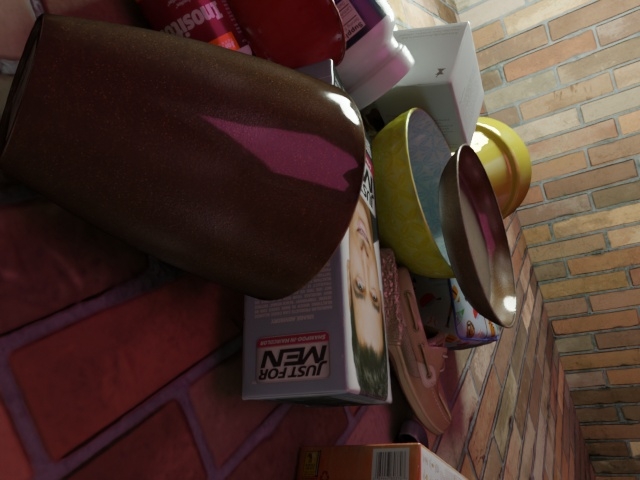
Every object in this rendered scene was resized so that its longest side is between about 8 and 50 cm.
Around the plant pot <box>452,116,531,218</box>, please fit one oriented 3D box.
[{"bbox_3d":[0.297,-0.128,1.065,0.239,0.253,0.254,-26,99,-45],"label":"plant pot"}]

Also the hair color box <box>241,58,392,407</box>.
[{"bbox_3d":[0.000,0.000,0.586,0.185,0.113,0.375,44,41,-61],"label":"hair color box"}]

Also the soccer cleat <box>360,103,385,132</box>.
[{"bbox_3d":[0.139,-0.251,1.022,0.196,0.068,0.076,23,62,-45],"label":"soccer cleat"}]

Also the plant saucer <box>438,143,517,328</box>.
[{"bbox_3d":[0.263,-0.005,0.816,0.310,0.050,0.311,34,48,-49],"label":"plant saucer"}]

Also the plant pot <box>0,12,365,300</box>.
[{"bbox_3d":[-0.120,-0.075,0.398,0.230,0.215,0.216,17,61,-38],"label":"plant pot"}]

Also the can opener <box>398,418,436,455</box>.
[{"bbox_3d":[0.204,0.404,0.812,0.284,0.075,0.095,56,35,-30],"label":"can opener"}]

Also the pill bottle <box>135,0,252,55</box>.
[{"bbox_3d":[-0.130,-0.222,0.532,0.152,0.086,0.086,60,33,-22],"label":"pill bottle"}]

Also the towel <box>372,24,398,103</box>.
[{"bbox_3d":[0.063,-0.384,0.915,0.248,0.038,0.325,60,42,-15],"label":"towel"}]

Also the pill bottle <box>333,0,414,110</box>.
[{"bbox_3d":[0.015,-0.332,0.715,0.265,0.153,0.153,49,37,-19],"label":"pill bottle"}]

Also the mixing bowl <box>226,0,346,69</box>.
[{"bbox_3d":[-0.067,-0.265,0.609,0.098,0.181,0.181,-45,124,-11],"label":"mixing bowl"}]

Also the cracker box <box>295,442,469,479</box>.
[{"bbox_3d":[0.096,0.315,0.594,0.232,0.155,0.067,48,39,-39],"label":"cracker box"}]

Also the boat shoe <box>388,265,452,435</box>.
[{"bbox_3d":[0.162,0.184,0.793,0.303,0.098,0.109,63,7,-13],"label":"boat shoe"}]

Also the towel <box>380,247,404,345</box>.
[{"bbox_3d":[0.067,0.082,0.714,0.027,0.109,0.148,113,-25,-71],"label":"towel"}]

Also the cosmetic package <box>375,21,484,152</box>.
[{"bbox_3d":[0.206,-0.279,0.914,0.184,0.151,0.152,53,52,-50],"label":"cosmetic package"}]

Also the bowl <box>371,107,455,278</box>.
[{"bbox_3d":[0.141,-0.064,0.841,0.289,0.155,0.290,31,52,-50],"label":"bowl"}]

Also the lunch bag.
[{"bbox_3d":[0.281,0.108,1.043,0.303,0.114,0.243,18,59,-54],"label":"lunch bag"}]
